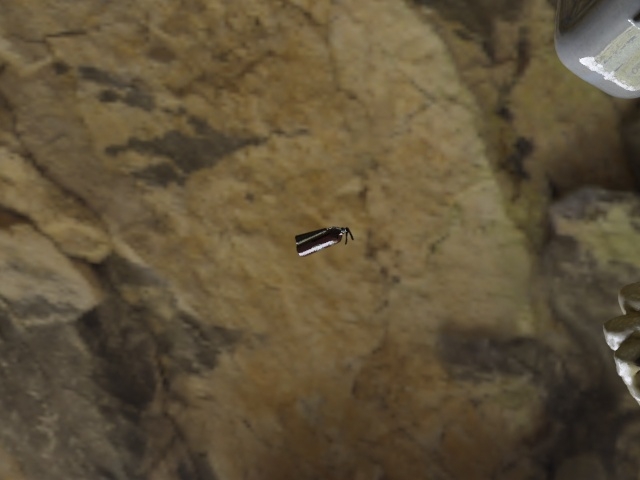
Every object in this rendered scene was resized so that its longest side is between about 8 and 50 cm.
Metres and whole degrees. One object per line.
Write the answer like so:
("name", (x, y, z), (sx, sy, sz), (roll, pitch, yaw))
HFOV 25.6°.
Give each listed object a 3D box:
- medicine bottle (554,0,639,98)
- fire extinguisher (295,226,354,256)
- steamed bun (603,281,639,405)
("medicine bottle", (0.363, -0.307, 1.272), (0.123, 0.375, 0.282), (31, -134, -15))
("fire extinguisher", (0.000, -0.006, 1.938), (0.046, 0.100, 0.032), (40, -133, -27))
("steamed bun", (0.492, 0.243, 1.646), (0.189, 0.247, 0.428), (-37, -88, -29))
